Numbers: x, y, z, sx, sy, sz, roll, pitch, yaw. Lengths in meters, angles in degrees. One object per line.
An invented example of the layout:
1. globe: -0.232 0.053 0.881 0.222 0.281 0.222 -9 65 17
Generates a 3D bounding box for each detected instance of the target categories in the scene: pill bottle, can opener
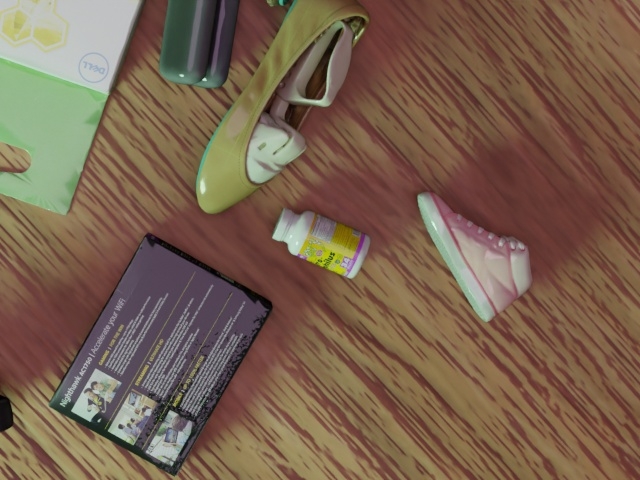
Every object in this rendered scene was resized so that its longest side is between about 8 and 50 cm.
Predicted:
1. pill bottle: 0.000 0.000 1.439 0.083 0.043 0.043 23 93 -5
2. can opener: -0.105 -0.276 1.404 0.093 0.074 0.280 6 93 30

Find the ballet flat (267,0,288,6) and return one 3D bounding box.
1. ballet flat: -0.017 -0.306 1.404 0.067 0.073 0.206 27 84 2

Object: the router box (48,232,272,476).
1. router box: -0.143 0.102 1.436 0.133 0.046 0.179 30 92 -6

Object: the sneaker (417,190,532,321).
1. sneaker: 0.145 0.001 1.448 0.070 0.051 0.134 -32 100 -3

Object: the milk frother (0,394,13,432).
1. milk frother: -0.347 0.126 1.376 0.129 0.135 0.143 -30 98 -15

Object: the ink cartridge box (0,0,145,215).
1. ink cartridge box: -0.264 -0.157 1.402 0.171 0.056 0.235 19 91 -6

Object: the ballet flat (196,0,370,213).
1. ballet flat: -0.032 -0.119 1.402 0.073 0.080 0.232 28 92 33
